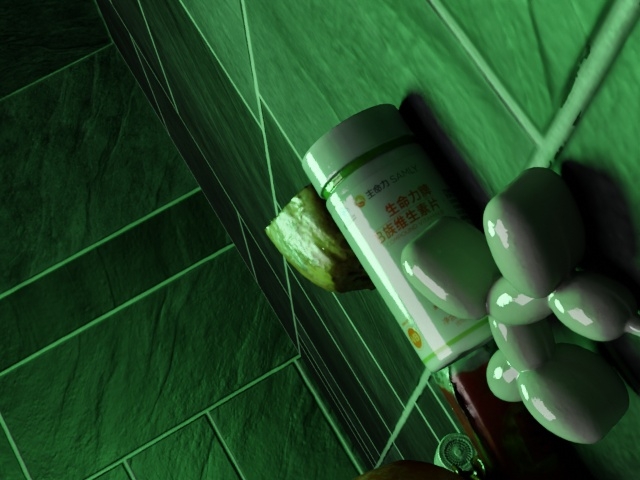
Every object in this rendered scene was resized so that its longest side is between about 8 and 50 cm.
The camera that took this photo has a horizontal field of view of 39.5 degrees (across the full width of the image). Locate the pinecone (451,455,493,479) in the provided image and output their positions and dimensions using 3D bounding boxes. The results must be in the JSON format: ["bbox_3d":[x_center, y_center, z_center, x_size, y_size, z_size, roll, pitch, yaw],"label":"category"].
[{"bbox_3d":[0.155,0.319,0.910,0.163,0.165,0.163,54,175,7],"label":"pinecone"}]

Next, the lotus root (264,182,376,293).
[{"bbox_3d":[0.004,0.001,1.005,0.135,0.095,0.159,53,175,21],"label":"lotus root"}]

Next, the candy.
[{"bbox_3d":[0.157,0.162,0.758,0.292,0.059,0.086,61,174,2],"label":"candy"}]

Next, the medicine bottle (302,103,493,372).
[{"bbox_3d":[0.068,-0.002,0.651,0.183,0.086,0.086,58,171,12],"label":"medicine bottle"}]

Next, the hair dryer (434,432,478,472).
[{"bbox_3d":[0.189,0.292,1.053,0.137,0.047,0.082,49,168,20],"label":"hair dryer"}]

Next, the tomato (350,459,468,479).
[{"bbox_3d":[0.084,0.287,0.747,0.232,0.189,0.232,22,158,9],"label":"tomato"}]

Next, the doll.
[{"bbox_3d":[0.125,0.047,0.526,0.160,0.059,0.161,52,151,-1],"label":"doll"}]
